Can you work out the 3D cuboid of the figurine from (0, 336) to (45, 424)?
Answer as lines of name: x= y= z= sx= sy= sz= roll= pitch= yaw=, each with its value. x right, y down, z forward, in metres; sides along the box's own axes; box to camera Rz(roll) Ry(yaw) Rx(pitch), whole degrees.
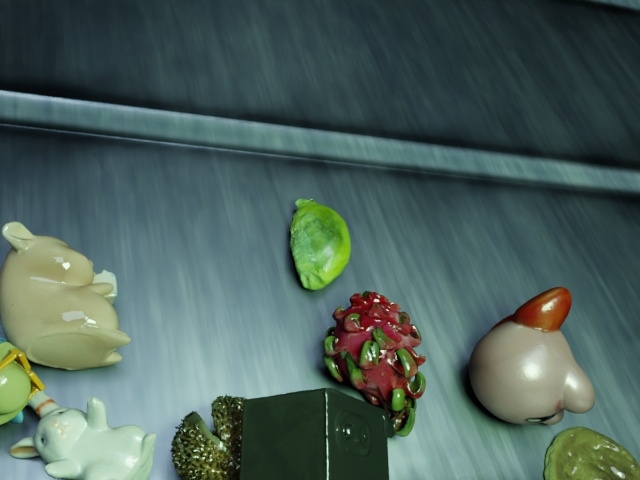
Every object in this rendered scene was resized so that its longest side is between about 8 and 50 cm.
figurine: x=-0.597 y=0.216 z=1.164 sx=0.262 sy=0.180 sz=0.154 roll=21 pitch=17 yaw=22

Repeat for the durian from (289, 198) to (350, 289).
durian: x=0.000 y=0.000 z=1.579 sx=0.139 sy=0.101 sz=0.250 roll=10 pitch=53 yaw=-11

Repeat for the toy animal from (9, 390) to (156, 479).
toy animal: x=-0.424 y=0.343 z=1.173 sx=0.282 sy=0.138 sz=0.140 roll=29 pitch=56 yaw=5

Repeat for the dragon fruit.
dragon fruit: x=0.130 y=0.237 z=1.405 sx=0.273 sy=0.218 sz=0.198 roll=42 pitch=91 yaw=7

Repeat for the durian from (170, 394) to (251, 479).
durian: x=-0.163 y=0.368 z=1.214 sx=0.196 sy=0.167 sz=0.196 roll=-21 pitch=41 yaw=19

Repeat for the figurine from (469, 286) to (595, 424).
figurine: x=0.418 y=0.264 z=1.454 sx=0.211 sy=0.269 sz=0.261 roll=-7 pitch=69 yaw=-14

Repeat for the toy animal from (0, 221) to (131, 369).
toy animal: x=-0.489 y=0.106 z=1.290 sx=0.213 sy=0.195 sz=0.256 roll=-3 pitch=54 yaw=-29

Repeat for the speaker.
speaker: x=0.004 y=0.392 z=1.154 sx=0.184 sy=0.254 sz=0.232 roll=-13 pitch=62 yaw=26

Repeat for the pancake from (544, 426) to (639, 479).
pancake: x=0.582 y=0.502 z=1.443 sx=0.242 sy=0.050 sz=0.242 roll=9 pitch=53 yaw=-13
